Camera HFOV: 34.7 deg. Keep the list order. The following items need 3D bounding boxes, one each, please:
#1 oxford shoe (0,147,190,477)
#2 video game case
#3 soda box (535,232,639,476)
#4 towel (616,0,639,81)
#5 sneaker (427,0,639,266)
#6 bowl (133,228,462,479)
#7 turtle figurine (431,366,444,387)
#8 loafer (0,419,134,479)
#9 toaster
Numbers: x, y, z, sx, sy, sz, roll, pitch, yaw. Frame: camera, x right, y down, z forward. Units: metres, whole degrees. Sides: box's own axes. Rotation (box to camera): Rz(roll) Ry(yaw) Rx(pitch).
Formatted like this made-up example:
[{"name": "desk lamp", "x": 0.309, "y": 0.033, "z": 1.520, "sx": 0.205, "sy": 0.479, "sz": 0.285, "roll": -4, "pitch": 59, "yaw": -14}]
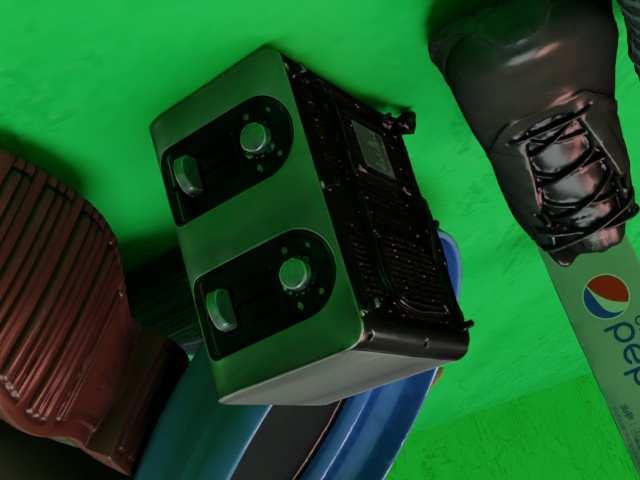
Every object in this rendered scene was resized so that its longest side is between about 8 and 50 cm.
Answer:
[{"name": "oxford shoe", "x": -0.189, "y": 0.053, "z": 0.626, "sx": 0.130, "sy": 0.123, "sz": 0.348, "roll": 17, "pitch": 153, "yaw": 18}, {"name": "video game case", "x": -0.089, "y": 0.054, "z": 0.899, "sx": 0.196, "sy": 0.026, "sz": 0.274, "roll": -26, "pitch": 163, "yaw": 20}, {"name": "soda box", "x": 0.323, "y": 0.109, "z": 1.069, "sx": 0.091, "sy": 0.286, "sz": 0.098, "roll": -25, "pitch": 163, "yaw": 13}, {"name": "towel", "x": 0.284, "y": -0.156, "z": 0.492, "sx": 0.283, "sy": 0.121, "sz": 0.235, "roll": -27, "pitch": 156, "yaw": 14}, {"name": "sneaker", "x": 0.146, "y": -0.061, "z": 0.617, "sx": 0.109, "sy": 0.130, "sz": 0.286, "roll": -22, "pitch": 162, "yaw": 15}, {"name": "bowl", "x": -0.015, "y": 0.153, "z": 0.836, "sx": 0.391, "sy": 0.077, "sz": 0.391, "roll": -47, "pitch": 153, "yaw": -33}, {"name": "turtle figurine", "x": 0.024, "y": 0.222, "z": 1.444, "sx": 0.269, "sy": 0.087, "sz": 0.217, "roll": -21, "pitch": 173, "yaw": -26}, {"name": "loafer", "x": -0.207, "y": 0.189, "z": 0.814, "sx": 0.130, "sy": 0.134, "sz": 0.366, "roll": 15, "pitch": 158, "yaw": 38}, {"name": "toaster", "x": 0.000, "y": 0.000, "z": 0.587, "sx": 0.110, "sy": 0.168, "sz": 0.185, "roll": -24, "pitch": 162, "yaw": 24}]
